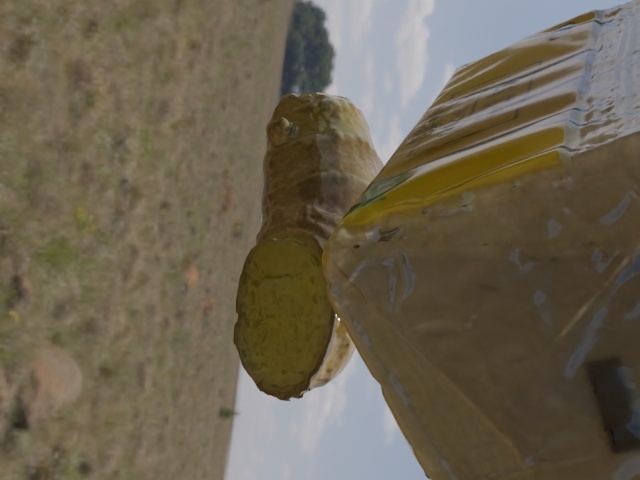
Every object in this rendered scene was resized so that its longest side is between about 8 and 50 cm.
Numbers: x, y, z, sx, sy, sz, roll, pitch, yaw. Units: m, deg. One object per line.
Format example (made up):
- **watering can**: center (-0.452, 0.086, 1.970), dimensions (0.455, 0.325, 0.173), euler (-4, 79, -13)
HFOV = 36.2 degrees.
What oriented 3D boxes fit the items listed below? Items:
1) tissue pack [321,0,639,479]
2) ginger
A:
- **tissue pack**: center (0.187, 0.025, 0.610), dimensions (0.293, 0.228, 0.382), euler (62, 26, -13)
- **ginger**: center (0.000, 0.000, 0.926), dimensions (0.190, 0.126, 0.354), euler (47, 38, -29)
